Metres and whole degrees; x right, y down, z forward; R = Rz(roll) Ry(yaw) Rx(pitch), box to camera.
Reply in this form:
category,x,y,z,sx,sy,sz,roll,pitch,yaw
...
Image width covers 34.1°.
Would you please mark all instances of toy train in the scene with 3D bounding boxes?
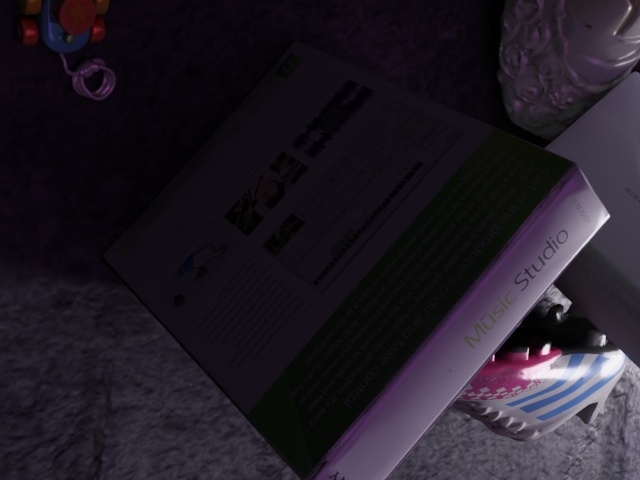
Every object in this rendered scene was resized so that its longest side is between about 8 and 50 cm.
category,x,y,z,sx,sy,sz,roll,pitch,yaw
toy train,-0.126,-0.174,0.702,0.166,0.046,0.125,-52,131,-2

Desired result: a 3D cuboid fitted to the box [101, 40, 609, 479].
category,x,y,z,sx,sy,sz,roll,pitch,yaw
box,0.000,0.000,0.698,0.232,0.322,0.058,-49,127,-4

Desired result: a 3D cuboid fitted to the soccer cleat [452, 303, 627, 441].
category,x,y,z,sx,sy,sz,roll,pitch,yaw
soccer cleat,0.182,0.145,1.034,0.331,0.116,0.143,1,112,-36

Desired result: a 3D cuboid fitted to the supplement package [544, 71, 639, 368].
category,x,y,z,sx,sy,sz,roll,pitch,yaw
supplement package,0.301,-0.002,0.944,0.149,0.194,0.203,-40,153,-4

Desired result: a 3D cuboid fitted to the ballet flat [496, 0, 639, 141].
category,x,y,z,sx,sy,sz,roll,pitch,yaw
ballet flat,0.239,-0.257,0.860,0.147,0.147,0.408,-13,120,-30
